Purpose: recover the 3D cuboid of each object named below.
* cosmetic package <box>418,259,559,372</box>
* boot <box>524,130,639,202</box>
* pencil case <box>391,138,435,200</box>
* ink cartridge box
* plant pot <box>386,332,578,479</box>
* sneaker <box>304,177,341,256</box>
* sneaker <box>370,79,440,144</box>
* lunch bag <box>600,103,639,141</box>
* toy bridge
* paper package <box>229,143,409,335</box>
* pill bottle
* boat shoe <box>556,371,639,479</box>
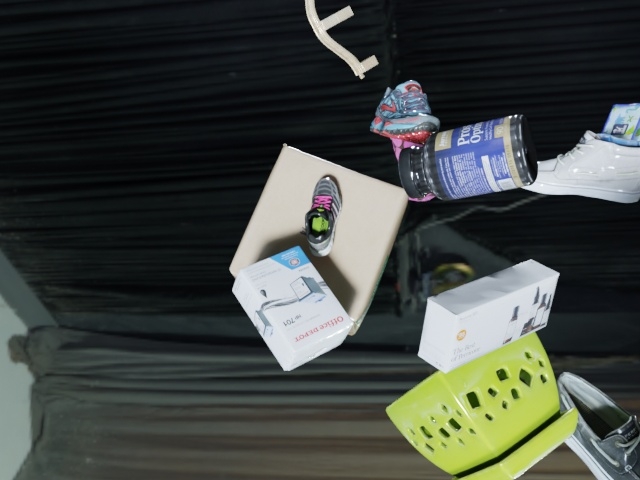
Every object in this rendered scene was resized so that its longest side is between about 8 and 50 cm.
[{"bbox_3d":[0.252,0.107,1.077,0.239,0.060,0.099,-16,121,-36],"label":"cosmetic package"},{"bbox_3d":[0.493,-0.155,1.403,0.095,0.258,0.123,-58,152,-57],"label":"boot"},{"bbox_3d":[0.217,-0.196,1.768,0.095,0.098,0.209,-42,120,-51],"label":"pencil case"},{"bbox_3d":[-0.052,0.123,1.357,0.191,0.139,0.082,53,-34,22],"label":"ink cartridge box"},{"bbox_3d":[0.287,0.302,1.273,0.207,0.227,0.228,58,-31,14],"label":"plant pot"},{"bbox_3d":[0.004,-0.057,1.491,0.075,0.063,0.170,69,28,-68],"label":"sneaker"},{"bbox_3d":[0.173,-0.271,1.511,0.262,0.104,0.125,-142,-116,-69],"label":"sneaker"},{"bbox_3d":[0.663,-0.211,1.528,0.129,0.151,0.096,-64,152,-9],"label":"lunch bag"},{"bbox_3d":[0.018,-0.323,1.079,0.188,0.063,0.026,60,-26,-12],"label":"toy bridge"},{"bbox_3d":[0.000,0.000,1.619,0.168,0.309,0.325,84,27,-71],"label":"paper package"},{"bbox_3d":[0.253,-0.136,1.263,0.123,0.219,0.123,31,54,-57],"label":"pill bottle"},{"bbox_3d":[0.550,0.379,1.357,0.335,0.121,0.119,39,-35,38],"label":"boat shoe"}]
